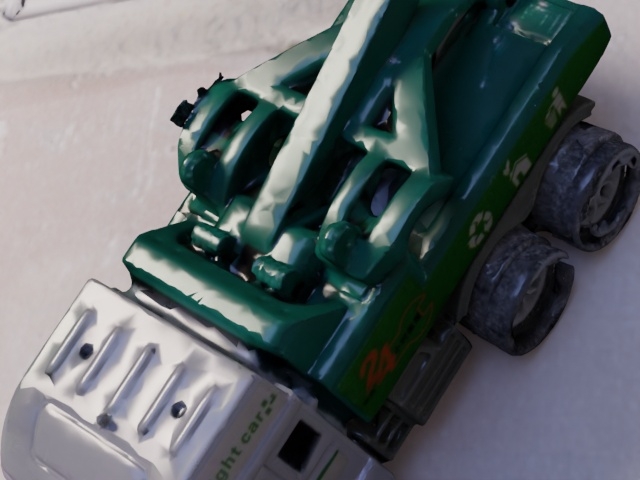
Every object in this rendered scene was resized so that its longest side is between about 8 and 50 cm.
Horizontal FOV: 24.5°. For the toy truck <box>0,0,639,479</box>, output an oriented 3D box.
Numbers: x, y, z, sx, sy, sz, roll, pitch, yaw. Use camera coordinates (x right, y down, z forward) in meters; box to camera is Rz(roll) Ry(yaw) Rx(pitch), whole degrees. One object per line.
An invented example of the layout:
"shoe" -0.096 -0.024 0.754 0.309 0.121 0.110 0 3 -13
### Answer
"toy truck" 0.002 0.005 0.698 0.176 0.178 0.363 27 82 34
